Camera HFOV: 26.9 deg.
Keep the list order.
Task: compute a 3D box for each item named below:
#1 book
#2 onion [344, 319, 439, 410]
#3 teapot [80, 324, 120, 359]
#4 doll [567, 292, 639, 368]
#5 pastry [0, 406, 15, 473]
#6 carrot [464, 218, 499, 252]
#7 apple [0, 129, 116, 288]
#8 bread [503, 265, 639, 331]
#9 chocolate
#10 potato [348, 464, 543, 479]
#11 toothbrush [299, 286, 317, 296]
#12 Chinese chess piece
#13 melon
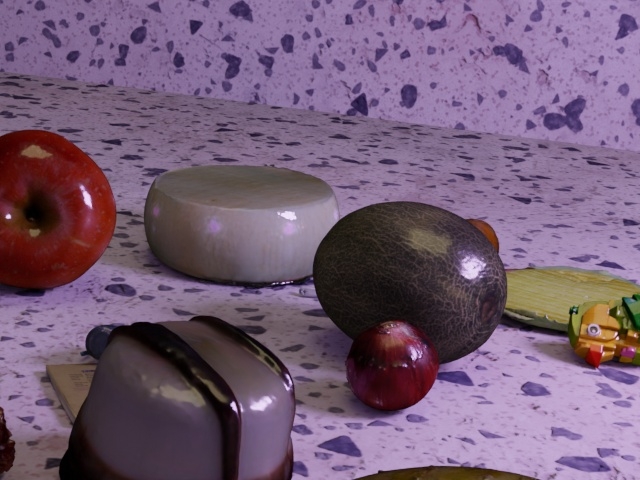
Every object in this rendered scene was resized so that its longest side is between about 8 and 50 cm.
[{"bbox_3d":[-0.264,0.199,1.777,0.168,0.013,0.192,-2,17,-22],"label":"book"},{"bbox_3d":[0.096,0.169,1.811,0.131,0.131,0.131,5,16,-1],"label":"onion"},{"bbox_3d":[-0.302,0.149,1.874,0.049,0.063,0.083,37,2,8],"label":"teapot"},{"bbox_3d":[0.472,0.129,2.060,0.186,0.106,0.134,-13,61,-9],"label":"doll"},{"bbox_3d":[-0.445,0.215,1.516,0.208,0.097,0.115,15,12,28],"label":"pastry"},{"bbox_3d":[0.238,0.027,2.322,0.138,0.139,0.302,8,13,11],"label":"carrot"},{"bbox_3d":[-0.463,-0.043,2.150,0.260,0.260,0.216,2,-1,-11],"label":"apple"},{"bbox_3d":[0.422,0.103,2.268,0.301,0.045,0.301,2,16,-1],"label":"bread"},{"bbox_3d":[-0.154,0.191,1.530,0.283,0.186,0.283,4,16,-1],"label":"chocolate"},{"bbox_3d":[0.115,0.298,1.236,0.307,0.173,0.210,-1,-20,4],"label":"potato"},{"bbox_3d":[0.066,0.095,2.235,0.204,0.017,0.022,6,-3,2],"label":"toothbrush"},{"bbox_3d":[-0.139,-0.032,2.382,0.349,0.146,0.349,4,17,-1],"label":"Chinese chess piece"},{"bbox_3d":[0.129,0.058,1.981,0.301,0.237,0.237,18,21,39],"label":"melon"}]
